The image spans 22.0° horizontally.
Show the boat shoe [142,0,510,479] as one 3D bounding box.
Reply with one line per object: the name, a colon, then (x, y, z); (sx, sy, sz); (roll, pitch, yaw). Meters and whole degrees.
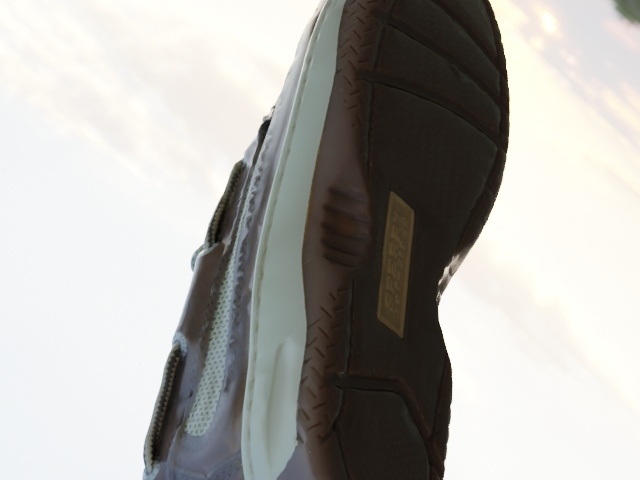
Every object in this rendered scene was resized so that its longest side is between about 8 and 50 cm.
boat shoe: (-0.005, -0.005, 0.558); (0.095, 0.095, 0.257); (47, -139, -31)
